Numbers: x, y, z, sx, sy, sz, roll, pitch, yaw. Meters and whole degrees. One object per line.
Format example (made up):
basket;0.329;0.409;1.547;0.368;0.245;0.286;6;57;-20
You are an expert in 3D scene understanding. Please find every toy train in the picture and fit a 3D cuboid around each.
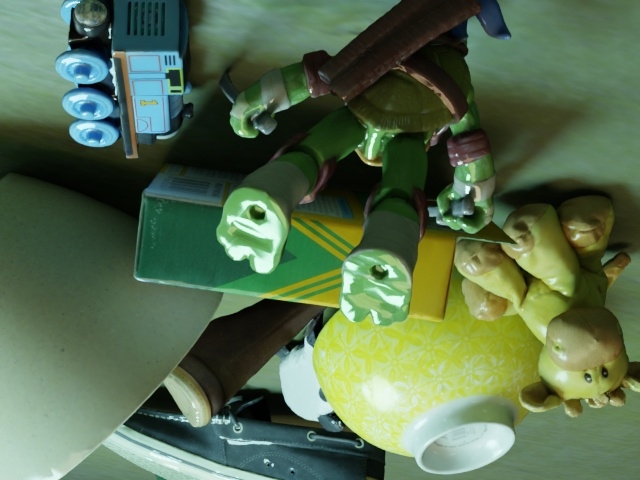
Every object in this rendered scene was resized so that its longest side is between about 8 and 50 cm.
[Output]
toy train;-0.159;-0.136;0.963;0.105;0.080;0.184;1;154;-4

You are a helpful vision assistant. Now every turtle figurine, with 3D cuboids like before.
turtle figurine;0.027;-0.045;0.867;0.274;0.266;0.198;-24;115;38

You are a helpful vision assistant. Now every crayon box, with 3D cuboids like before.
crayon box;0.000;0.000;1.079;0.322;0.083;0.203;7;-170;-4

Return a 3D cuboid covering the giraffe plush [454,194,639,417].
giraffe plush;0.243;0.082;1.154;0.181;0.171;0.210;-26;141;19

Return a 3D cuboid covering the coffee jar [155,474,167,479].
coffee jar;-0.204;0.375;1.983;0.096;0.079;0.184;20;150;-26

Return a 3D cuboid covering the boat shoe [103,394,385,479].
boat shoe;-0.132;0.312;1.772;0.500;0.156;0.187;13;160;11

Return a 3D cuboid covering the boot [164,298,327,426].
boot;-0.079;0.105;1.262;0.206;0.090;0.248;-34;-176;-8

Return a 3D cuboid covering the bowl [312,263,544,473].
bowl;0.146;0.170;1.322;0.289;0.156;0.289;-9;142;-7

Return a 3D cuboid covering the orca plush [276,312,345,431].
orca plush;0.011;0.148;1.520;0.151;0.102;0.287;44;156;29

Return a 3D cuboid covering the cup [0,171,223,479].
cup;-0.297;0.070;1.194;0.237;0.331;0.331;48;139;-13
